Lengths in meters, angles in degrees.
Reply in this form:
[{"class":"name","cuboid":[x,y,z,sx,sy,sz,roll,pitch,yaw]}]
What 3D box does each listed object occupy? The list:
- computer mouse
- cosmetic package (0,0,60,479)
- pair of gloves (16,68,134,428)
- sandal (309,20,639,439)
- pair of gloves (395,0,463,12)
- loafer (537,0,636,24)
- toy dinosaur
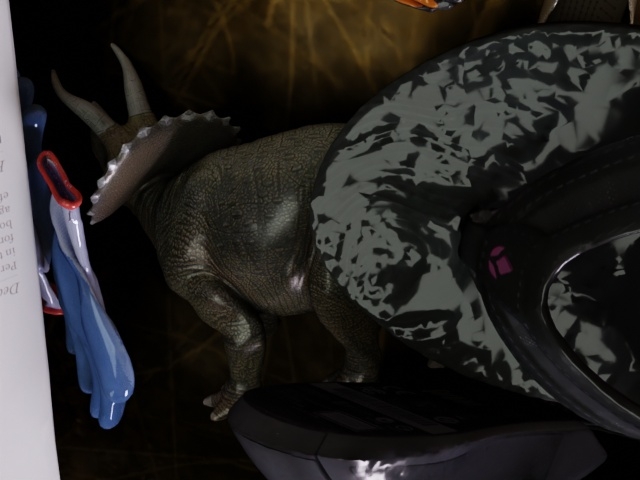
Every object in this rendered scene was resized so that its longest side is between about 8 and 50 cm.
[{"class":"computer mouse","cuboid":[0.096,0.108,0.570,0.184,0.262,0.060,14,99,45]},{"class":"cosmetic package","cuboid":[-0.267,0.013,0.693,0.217,0.156,0.385,29,131,40]},{"class":"pair of gloves","cuboid":[-0.140,0.004,0.695,0.023,0.198,0.159,-18,129,-20]},{"class":"sandal","cuboid":[0.189,0.022,0.482,0.446,0.107,0.167,17,106,23]},{"class":"pair of gloves","cuboid":[0.047,-0.154,0.617,0.074,0.010,0.083,28,122,5]},{"class":"loafer","cuboid":[0.119,-0.081,0.604,0.056,0.050,0.148,9,119,16]},{"class":"toy dinosaur","cuboid":[0.000,0.000,0.652,0.314,0.121,0.160,4,124,21]}]
